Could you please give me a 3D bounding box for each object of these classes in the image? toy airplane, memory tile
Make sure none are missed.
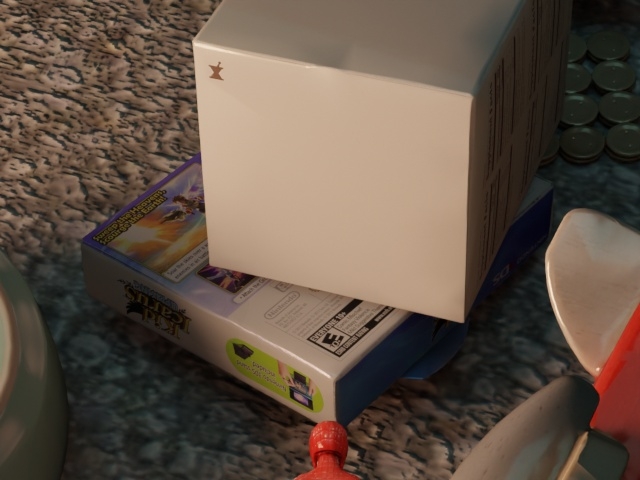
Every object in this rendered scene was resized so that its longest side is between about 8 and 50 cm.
[{"bbox_3d":[0.119,0.165,1.113,0.272,0.386,0.384,7,36,6],"label":"toy airplane"},{"bbox_3d":[0.209,-0.119,1.656,0.113,0.012,0.148,-4,50,0],"label":"memory tile"}]

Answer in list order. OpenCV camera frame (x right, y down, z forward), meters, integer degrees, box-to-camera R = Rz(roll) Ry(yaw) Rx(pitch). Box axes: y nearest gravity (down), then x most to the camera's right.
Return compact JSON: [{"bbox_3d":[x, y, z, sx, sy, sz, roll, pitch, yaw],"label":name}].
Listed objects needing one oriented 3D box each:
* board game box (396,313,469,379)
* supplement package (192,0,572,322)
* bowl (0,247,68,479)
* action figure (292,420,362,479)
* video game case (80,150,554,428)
[{"bbox_3d":[0.027,0.067,1.495,0.168,0.033,0.133,3,40,6],"label":"board game box"},{"bbox_3d":[0.052,-0.114,1.433,0.199,0.198,0.263,13,41,16],"label":"supplement package"},{"bbox_3d":[-0.302,0.091,1.328,0.311,0.163,0.312,8,67,-19],"label":"bowl"},{"bbox_3d":[0.003,0.262,1.304,0.091,0.139,0.280,1,72,1],"label":"action figure"},{"bbox_3d":[0.000,0.000,1.501,0.244,0.061,0.269,27,48,29],"label":"video game case"}]
